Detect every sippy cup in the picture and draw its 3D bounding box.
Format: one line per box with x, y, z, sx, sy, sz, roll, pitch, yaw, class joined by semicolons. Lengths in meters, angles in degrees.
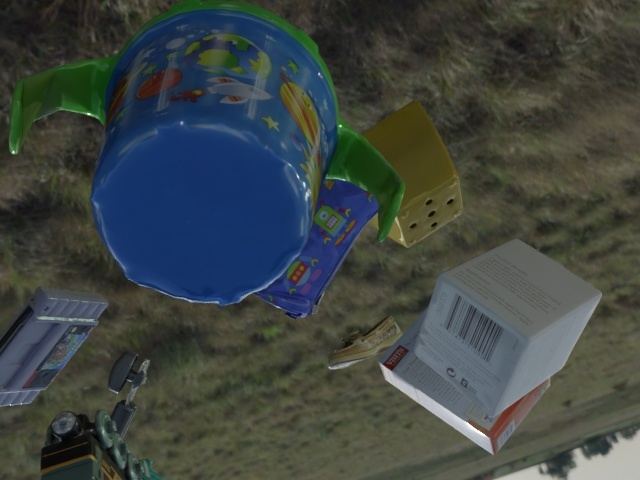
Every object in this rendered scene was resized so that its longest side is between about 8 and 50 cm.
-0.093;-0.070;0.595;0.306;0.224;0.240;-17;121;7;sippy cup

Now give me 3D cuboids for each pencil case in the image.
0.000;0.000;1.206;0.306;0.133;0.119;-57;169;1;pencil case

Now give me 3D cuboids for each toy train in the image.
-0.446;0.480;1.339;0.142;0.190;0.333;-15;134;-4;toy train

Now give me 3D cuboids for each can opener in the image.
-0.505;0.412;1.664;0.095;0.283;0.076;25;173;0;can opener

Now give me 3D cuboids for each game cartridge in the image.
-0.702;0.270;1.668;0.355;0.068;0.230;-50;154;7;game cartridge

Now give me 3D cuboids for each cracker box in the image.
0.233;0.218;1.113;0.156;0.232;0.067;-43;139;-20;cracker box

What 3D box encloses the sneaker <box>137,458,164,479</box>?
-0.400;0.651;1.695;0.110;0.275;0.107;-11;133;-47;sneaker

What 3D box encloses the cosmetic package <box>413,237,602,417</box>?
0.258;0.115;0.944;0.184;0.151;0.151;-19;135;-37;cosmetic package

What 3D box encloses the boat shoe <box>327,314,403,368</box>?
0.118;0.287;1.893;0.285;0.089;0.105;-13;166;-46;boat shoe

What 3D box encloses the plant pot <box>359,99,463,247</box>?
0.176;-0.116;1.388;0.212;0.187;0.212;-32;148;-3;plant pot
